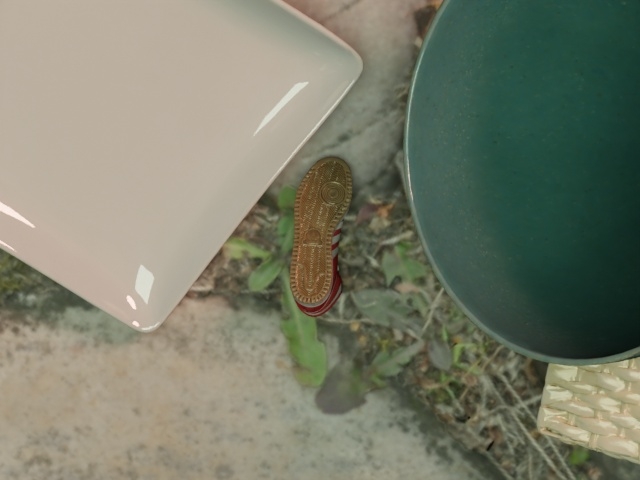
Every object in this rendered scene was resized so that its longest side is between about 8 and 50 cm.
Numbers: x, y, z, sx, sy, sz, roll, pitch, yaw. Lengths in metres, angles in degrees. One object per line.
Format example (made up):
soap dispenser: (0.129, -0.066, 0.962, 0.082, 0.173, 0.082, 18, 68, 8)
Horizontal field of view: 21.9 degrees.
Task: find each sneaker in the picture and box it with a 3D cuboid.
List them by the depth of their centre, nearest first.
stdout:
sneaker: (0.000, 0.000, 1.247, 0.042, 0.067, 0.118, 9, 72, 6)

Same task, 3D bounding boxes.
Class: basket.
basket: (0.244, 0.100, 1.185, 0.167, 0.103, 0.113, 14, 105, 18)

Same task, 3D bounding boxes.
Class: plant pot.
plant pot: (0.226, -0.064, 1.100, 0.290, 0.195, 0.290, -2, 87, 47)

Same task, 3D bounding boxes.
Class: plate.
plate: (-0.157, -0.104, 1.198, 0.278, 0.045, 0.277, 33, 108, -22)

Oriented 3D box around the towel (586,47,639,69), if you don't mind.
towel: (0.258, -0.237, 1.178, 0.102, 0.021, 0.237, 10, 102, 5)
